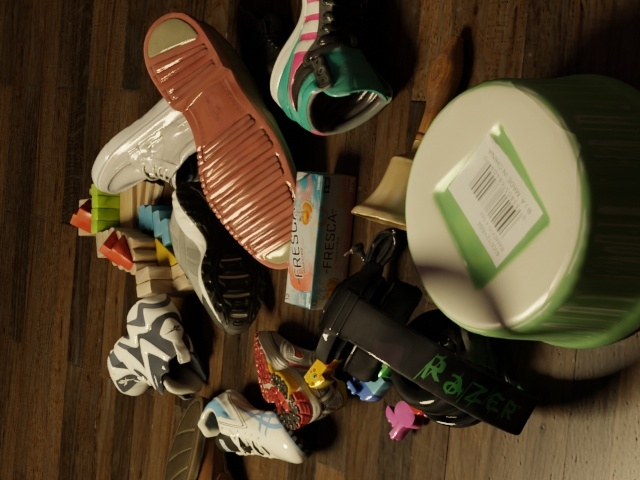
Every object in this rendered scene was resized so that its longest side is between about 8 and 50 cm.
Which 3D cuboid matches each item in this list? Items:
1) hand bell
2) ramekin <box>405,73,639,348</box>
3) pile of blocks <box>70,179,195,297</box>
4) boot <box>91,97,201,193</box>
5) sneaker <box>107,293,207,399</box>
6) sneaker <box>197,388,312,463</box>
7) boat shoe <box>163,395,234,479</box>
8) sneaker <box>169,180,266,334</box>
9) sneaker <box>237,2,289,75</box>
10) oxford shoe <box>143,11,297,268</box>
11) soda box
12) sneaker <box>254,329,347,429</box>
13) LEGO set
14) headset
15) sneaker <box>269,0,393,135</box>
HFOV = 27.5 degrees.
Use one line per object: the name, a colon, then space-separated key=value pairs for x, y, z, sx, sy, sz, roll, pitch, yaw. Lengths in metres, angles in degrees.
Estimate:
hand bell: x=0.130 y=-0.132 z=1.586 sx=0.126 sy=0.126 sz=0.242 roll=16 pitch=90 yaw=51
ramekin: x=0.229 y=-0.033 z=1.399 sx=0.303 sy=0.148 sz=0.303 roll=-3 pitch=86 yaw=52
pile of blocks: x=-0.311 y=-0.020 z=2.114 sx=0.362 sy=0.113 sz=0.149 roll=33 pitch=114 yaw=47
boot: x=-0.252 y=-0.123 z=2.034 sx=0.258 sy=0.095 sz=0.123 roll=-41 pitch=60 yaw=28
sneaker: x=-0.251 y=0.209 z=2.042 sx=0.153 sy=0.094 sz=0.235 roll=56 pitch=137 yaw=27
sneaker: x=-0.092 y=0.275 z=1.833 sx=0.086 sy=0.085 sz=0.237 roll=-46 pitch=28 yaw=-18
boat shoe: x=-0.171 y=0.387 z=1.933 sx=0.111 sy=0.104 sz=0.307 roll=-36 pitch=42 yaw=56
sneaker: x=-0.158 y=0.036 z=1.944 sx=0.271 sy=0.100 sz=0.108 roll=66 pitch=145 yaw=38
sneaker: x=-0.068 y=-0.284 z=1.865 sx=0.170 sy=0.051 sz=0.089 roll=25 pitch=113 yaw=53
oxford shoe: x=-0.103 y=-0.147 z=1.862 sx=0.140 sy=0.146 sz=0.397 roll=-27 pitch=82 yaw=23
soda box: x=0.000 y=0.000 z=1.758 sx=0.058 sy=0.063 sz=0.183 roll=11 pitch=97 yaw=51
sneaker: x=-0.031 y=0.186 z=1.785 sx=0.225 sy=0.093 sz=0.088 roll=-134 pitch=36 yaw=-60
LEGO set: x=0.041 y=0.169 z=1.667 sx=0.093 sy=0.087 sz=0.227 roll=-54 pitch=47 yaw=18
headset: x=0.112 y=0.095 z=1.503 sx=0.185 sy=0.243 sz=0.394 roll=-61 pitch=21 yaw=-1
sneaker: x=0.030 y=-0.255 z=1.677 sx=0.178 sy=0.124 sz=0.295 roll=56 pitch=137 yaw=43
